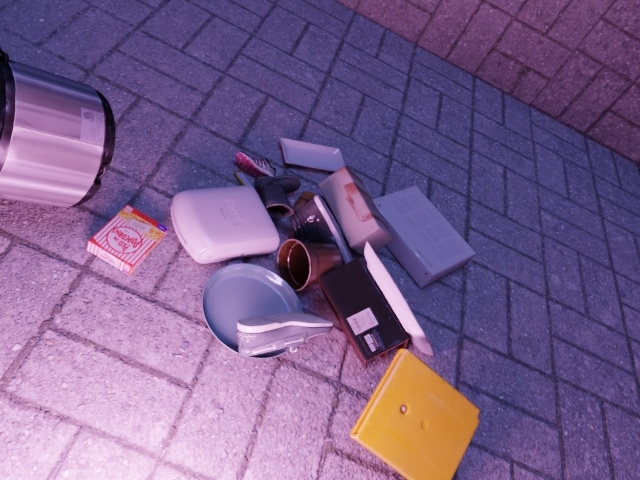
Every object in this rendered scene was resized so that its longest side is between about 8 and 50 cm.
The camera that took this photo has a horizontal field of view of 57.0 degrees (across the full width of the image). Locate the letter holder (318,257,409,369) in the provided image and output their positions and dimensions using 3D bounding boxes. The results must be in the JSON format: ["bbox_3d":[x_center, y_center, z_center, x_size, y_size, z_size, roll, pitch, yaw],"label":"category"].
[{"bbox_3d":[0.133,0.245,1.868,0.152,0.214,0.301,-26,66,-8],"label":"letter holder"}]

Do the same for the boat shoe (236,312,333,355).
[{"bbox_3d":[-0.100,0.269,1.690,0.319,0.099,0.116,2,8,-39],"label":"boat shoe"}]

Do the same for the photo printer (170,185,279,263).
[{"bbox_3d":[-0.315,-0.055,1.886,0.308,0.107,0.256,-8,56,-35],"label":"photo printer"}]

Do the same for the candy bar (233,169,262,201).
[{"bbox_3d":[-0.259,-0.193,2.110,0.040,0.018,0.161,-18,63,-40],"label":"candy bar"}]

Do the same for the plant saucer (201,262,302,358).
[{"bbox_3d":[-0.203,0.212,1.746,0.318,0.043,0.317,17,47,-19],"label":"plant saucer"}]

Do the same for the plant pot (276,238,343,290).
[{"bbox_3d":[-0.028,0.073,1.912,0.165,0.167,0.167,-4,54,-43],"label":"plant pot"}]

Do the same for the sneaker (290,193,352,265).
[{"bbox_3d":[0.000,0.000,2.040,0.295,0.147,0.104,61,11,-11],"label":"sneaker"}]

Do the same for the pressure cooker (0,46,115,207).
[{"bbox_3d":[-0.811,-0.292,1.554,0.420,0.375,0.370,8,37,-51],"label":"pressure cooker"}]

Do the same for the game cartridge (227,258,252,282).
[{"bbox_3d":[-0.253,0.099,1.851,0.056,0.017,0.083,-23,65,-45],"label":"game cartridge"}]

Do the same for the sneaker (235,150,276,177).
[{"bbox_3d":[-0.233,-0.277,2.170,0.170,0.063,0.074,34,43,-6],"label":"sneaker"}]

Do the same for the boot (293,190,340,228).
[{"bbox_3d":[0.000,-0.101,2.142,0.197,0.073,0.152,28,39,-9],"label":"boot"}]

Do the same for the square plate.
[{"bbox_3d":[0.247,0.201,1.891,0.049,0.347,0.344,-31,64,2],"label":"square plate"}]

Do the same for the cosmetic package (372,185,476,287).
[{"bbox_3d":[0.376,-0.025,2.273,0.284,0.097,0.377,-18,62,-42],"label":"cosmetic package"}]

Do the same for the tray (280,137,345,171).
[{"bbox_3d":[-0.030,-0.332,2.361,0.270,0.030,0.145,6,50,-26],"label":"tray"}]

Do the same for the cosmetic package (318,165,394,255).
[{"bbox_3d":[0.129,-0.105,2.139,0.153,0.129,0.296,30,29,-58],"label":"cosmetic package"}]

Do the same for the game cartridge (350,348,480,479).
[{"bbox_3d":[0.274,0.508,1.634,0.324,0.053,0.285,41,68,-15],"label":"game cartridge"}]

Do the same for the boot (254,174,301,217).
[{"bbox_3d":[-0.130,-0.157,2.069,0.190,0.076,0.208,-6,30,-21],"label":"boot"}]

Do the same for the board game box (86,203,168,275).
[{"bbox_3d":[-0.566,-0.004,1.738,0.147,0.045,0.193,31,43,-2],"label":"board game box"}]
